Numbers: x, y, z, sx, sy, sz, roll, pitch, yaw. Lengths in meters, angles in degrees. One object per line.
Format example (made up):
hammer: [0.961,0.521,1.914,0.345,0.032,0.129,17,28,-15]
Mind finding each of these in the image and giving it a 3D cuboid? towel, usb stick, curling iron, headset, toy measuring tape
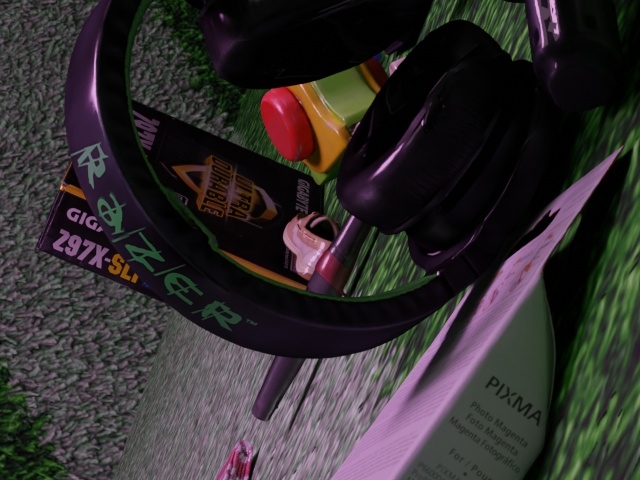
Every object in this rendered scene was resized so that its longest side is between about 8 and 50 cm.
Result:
towel: [-0.108,0.291,1.600,0.144,0.029,0.197,120,171,-48]
usb stick: [0.116,-0.204,0.926,0.077,0.045,0.278,45,-143,-67]
curling iron: [0.011,0.027,1.473,0.068,0.035,0.274,-95,29,-83]
headset: [0.045,-0.110,0.965,0.394,0.243,0.185,-43,3,-38]
toy measuring tape: [0.019,-0.136,1.542,0.330,0.121,0.121,134,157,-72]

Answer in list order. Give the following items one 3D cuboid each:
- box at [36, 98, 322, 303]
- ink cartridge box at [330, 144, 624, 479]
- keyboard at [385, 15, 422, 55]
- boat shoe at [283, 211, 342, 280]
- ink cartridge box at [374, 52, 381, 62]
box: [-0.127,-0.027,1.763,0.322,0.257,0.079,-86,19,-69]
ink cartridge box: [0.076,0.079,0.885,0.232,0.066,0.189,-48,0,-20]
keyboard: [0.130,-0.331,1.677,0.201,0.033,0.317,122,169,-87]
boat shoe: [0.000,0.000,1.596,0.045,0.050,0.135,-63,19,14]
ink cartridge box: [0.023,-0.332,1.835,0.065,0.186,0.311,142,149,-72]
